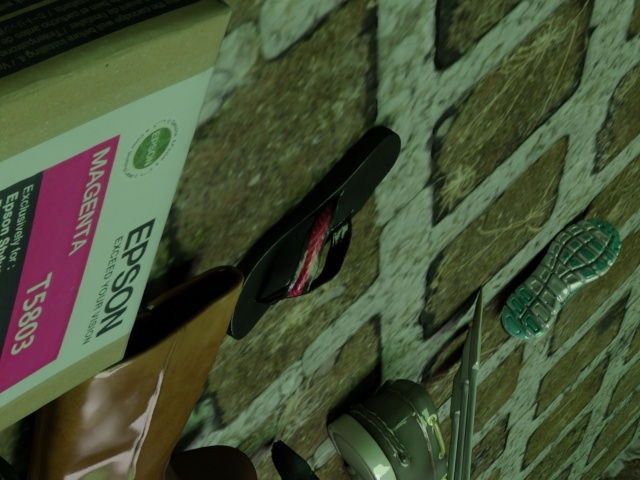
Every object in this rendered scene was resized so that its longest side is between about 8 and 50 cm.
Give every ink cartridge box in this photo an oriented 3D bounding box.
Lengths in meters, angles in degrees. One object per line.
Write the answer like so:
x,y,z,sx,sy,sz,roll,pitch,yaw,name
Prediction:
-0.154,-0.007,0.677,0.193,0.088,0.235,-30,153,-40,ink cartridge box

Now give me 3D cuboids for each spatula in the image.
0.142,0.189,1.594,0.168,0.019,0.242,102,-4,-61,spatula

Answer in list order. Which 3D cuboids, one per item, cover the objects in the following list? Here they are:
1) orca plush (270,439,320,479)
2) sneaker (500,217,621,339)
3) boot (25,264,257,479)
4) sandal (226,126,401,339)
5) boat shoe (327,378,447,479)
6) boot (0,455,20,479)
-0.114,0.244,1.297,0.287,0.102,0.151,-42,117,-48,orca plush
0.246,0.041,1.699,0.166,0.065,0.076,-41,176,-14,sneaker
-0.108,0.124,1.078,0.264,0.096,0.280,-18,137,-43,boot
0.000,0.000,1.093,0.179,0.040,0.067,-48,161,-3,sandal
0.081,0.223,1.591,0.091,0.109,0.305,-40,156,-10,boat shoe
-0.237,0.212,0.804,0.246,0.094,0.207,-55,-177,-4,boot
